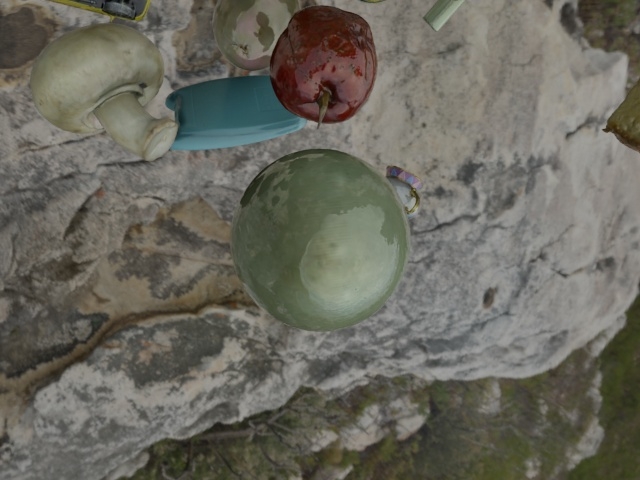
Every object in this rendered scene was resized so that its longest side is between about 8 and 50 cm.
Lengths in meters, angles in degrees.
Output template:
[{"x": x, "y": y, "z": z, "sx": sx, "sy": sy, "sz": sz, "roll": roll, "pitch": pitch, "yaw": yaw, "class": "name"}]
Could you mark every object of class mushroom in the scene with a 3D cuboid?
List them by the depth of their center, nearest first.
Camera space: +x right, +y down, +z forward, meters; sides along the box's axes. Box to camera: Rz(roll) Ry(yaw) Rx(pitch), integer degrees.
[{"x": -0.501, "y": -0.376, "z": 1.315, "sx": 0.315, "sy": 0.355, "sz": 0.316, "roll": -26, "pitch": 122, "yaw": -50, "class": "mushroom"}]

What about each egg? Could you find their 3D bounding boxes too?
[{"x": 0.000, "y": 0.000, "z": 0.660, "sx": 0.218, "sy": 0.295, "sz": 0.219, "roll": 0, "pitch": 96, "yaw": -1, "class": "egg"}]

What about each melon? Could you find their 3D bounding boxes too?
[{"x": -0.163, "y": -0.575, "z": 1.460, "sx": 0.223, "sy": 0.222, "sz": 0.317, "roll": 56, "pitch": 29, "yaw": -36, "class": "melon"}]

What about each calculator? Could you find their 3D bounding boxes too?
[{"x": -0.215, "y": -0.348, "z": 1.471, "sx": 0.385, "sy": 0.256, "sz": 0.055, "roll": -9, "pitch": 142, "yaw": -8, "class": "calculator"}]

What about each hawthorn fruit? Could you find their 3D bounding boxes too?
[{"x": 0.011, "y": -0.385, "z": 1.229, "sx": 0.258, "sy": 0.262, "sz": 0.259, "roll": -2, "pitch": 109, "yaw": -6, "class": "hawthorn fruit"}]

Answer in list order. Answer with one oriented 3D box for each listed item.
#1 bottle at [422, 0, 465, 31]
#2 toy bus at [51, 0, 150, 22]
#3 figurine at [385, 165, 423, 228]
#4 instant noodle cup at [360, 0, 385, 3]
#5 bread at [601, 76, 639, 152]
[{"x": 0.434, "y": -0.795, "z": 1.847, "sx": 0.072, "sy": 0.072, "sz": 0.201, "roll": 26, "pitch": 115, "yaw": -40, "class": "bottle"}, {"x": -0.512, "y": -0.549, "z": 1.146, "sx": 0.329, "sy": 0.152, "sz": 0.144, "roll": 10, "pitch": 95, "yaw": -12, "class": "toy bus"}, {"x": 0.147, "y": -0.043, "z": 1.337, "sx": 0.142, "sy": 0.189, "sz": 0.264, "roll": 31, "pitch": 80, "yaw": -24, "class": "figurine"}, {"x": 0.153, "y": -0.777, "z": 1.539, "sx": 0.182, "sy": 0.144, "sz": 0.182, "roll": 3, "pitch": 77, "yaw": -11, "class": "instant noodle cup"}, {"x": 0.696, "y": -0.184, "z": 0.948, "sx": 0.278, "sy": 0.279, "sz": 0.207, "roll": 12, "pitch": 119, "yaw": -40, "class": "bread"}]
